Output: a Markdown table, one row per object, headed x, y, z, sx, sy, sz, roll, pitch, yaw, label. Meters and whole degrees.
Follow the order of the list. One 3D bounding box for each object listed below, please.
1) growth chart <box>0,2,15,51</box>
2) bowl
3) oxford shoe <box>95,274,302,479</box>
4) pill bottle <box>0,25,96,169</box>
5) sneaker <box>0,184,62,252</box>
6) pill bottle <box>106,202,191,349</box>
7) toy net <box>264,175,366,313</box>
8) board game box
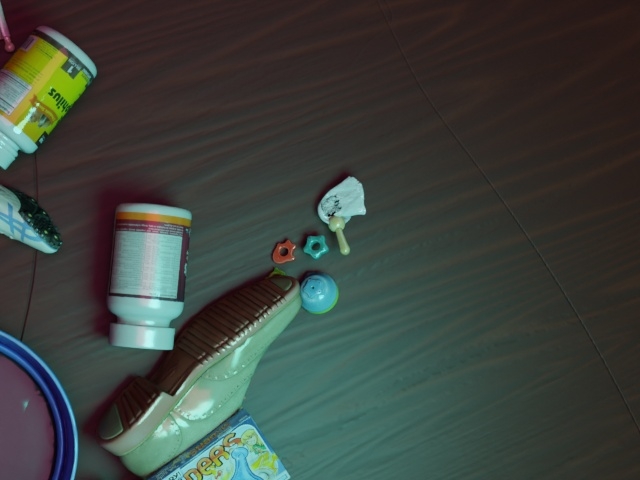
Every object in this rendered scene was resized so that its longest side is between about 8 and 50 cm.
| x | y | z | sx | sy | sz | roll | pitch | yaw | label |
| --- | --- | --- | --- | --- | --- | --- | --- | --- | --- |
| -0.614 | -0.362 | 1.780 | 0.237 | 0.021 | 0.172 | -11 | 89 | -13 | growth chart |
| -0.560 | 0.312 | 1.693 | 0.391 | 0.077 | 0.391 | 1 | 86 | -12 | bowl |
| -0.168 | 0.217 | 1.806 | 0.397 | 0.140 | 0.146 | -42 | 117 | -8 | oxford shoe |
| -0.453 | -0.218 | 1.758 | 0.117 | 0.117 | 0.215 | 38 | 80 | -8 | pill bottle |
| -0.510 | -0.047 | 1.762 | 0.237 | 0.085 | 0.086 | 34 | 107 | -12 | sneaker |
| -0.270 | 0.057 | 1.780 | 0.121 | 0.121 | 0.221 | 6 | 86 | -12 | pill bottle |
| 0.000 | 0.000 | 1.886 | 0.122 | 0.045 | 0.232 | 20 | 79 | 19 | toy net |
| -0.163 | 0.372 | 1.758 | 0.201 | 0.035 | 0.136 | -36 | 115 | -12 | board game box |
